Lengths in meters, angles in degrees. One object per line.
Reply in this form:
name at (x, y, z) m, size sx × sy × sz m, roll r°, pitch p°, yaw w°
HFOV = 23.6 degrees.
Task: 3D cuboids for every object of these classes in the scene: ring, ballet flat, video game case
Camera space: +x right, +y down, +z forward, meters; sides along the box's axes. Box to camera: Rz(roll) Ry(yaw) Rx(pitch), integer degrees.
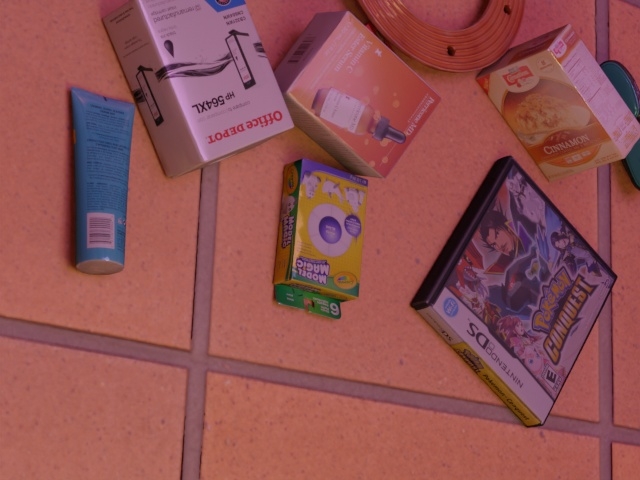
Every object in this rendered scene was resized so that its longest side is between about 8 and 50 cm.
ring at (0.147, -0.384, 2.063) m, size 0.336 × 0.032 × 0.337 m, roll 12°, pitch 71°, yaw -36°
ballet flat at (0.451, -0.164, 2.230) m, size 0.074 × 0.074 × 0.203 m, roll -16°, pitch 83°, yaw -38°
video game case at (0.266, 0.067, 2.048) m, size 0.248 × 0.035 × 0.275 m, roll 46°, pitch 56°, yaw -19°

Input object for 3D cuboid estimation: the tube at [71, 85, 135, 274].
tube at (-0.241, -0.067, 1.691) m, size 0.080 × 0.052 × 0.207 m, roll 15°, pitch 65°, yaw -39°

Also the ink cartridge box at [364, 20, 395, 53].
ink cartridge box at (0.057, -0.239, 1.966) m, size 0.115 × 0.029 × 0.063 m, roll -39°, pitch 104°, yaw -36°

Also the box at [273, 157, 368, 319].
box at (0.000, 0.000, 1.859) m, size 0.105 × 0.043 × 0.179 m, roll 16°, pitch 71°, yaw -33°

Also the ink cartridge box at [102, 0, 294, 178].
ink cartridge box at (-0.138, -0.193, 1.771) m, size 0.148 × 0.086 × 0.203 m, roll -25°, pitch 94°, yaw -38°

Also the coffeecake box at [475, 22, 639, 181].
coffeecake box at (0.324, -0.184, 2.083) m, size 0.185 × 0.142 × 0.068 m, roll 52°, pitch 54°, yaw -15°

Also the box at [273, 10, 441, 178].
box at (0.037, -0.177, 1.874) m, size 0.170 × 0.091 × 0.130 m, roll 39°, pitch 79°, yaw -23°
